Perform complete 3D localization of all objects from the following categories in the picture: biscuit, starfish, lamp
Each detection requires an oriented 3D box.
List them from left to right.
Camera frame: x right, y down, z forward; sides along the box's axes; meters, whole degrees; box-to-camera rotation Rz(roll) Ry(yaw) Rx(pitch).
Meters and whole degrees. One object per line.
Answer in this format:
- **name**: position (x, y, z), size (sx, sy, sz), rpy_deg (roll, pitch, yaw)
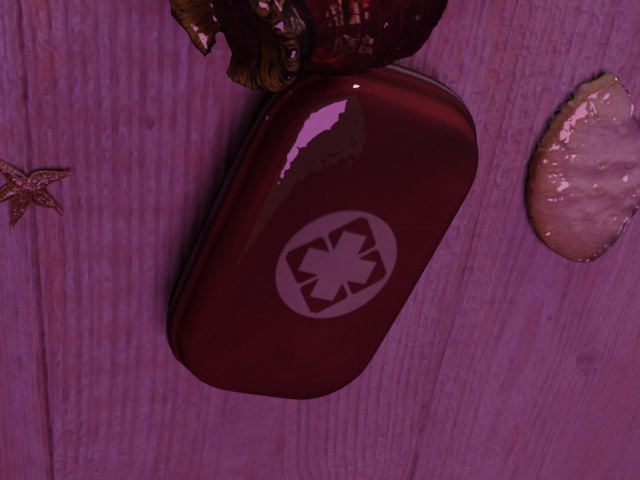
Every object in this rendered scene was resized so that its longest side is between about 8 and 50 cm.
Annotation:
- **starfish**: position (-0.280, -0.051, 0.840), size (0.086, 0.016, 0.092), rpy_deg (-38, 127, 4)
- **lamp**: position (-0.011, -0.228, 0.686), size (0.247, 0.247, 0.247), rpy_deg (-12, 127, -15)
- **biscuit**: position (0.336, -0.079, 1.068), size (0.188, 0.040, 0.265), rpy_deg (-17, 129, -8)

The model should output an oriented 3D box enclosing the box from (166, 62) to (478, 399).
- **box**: position (0.000, 0.000, 0.935), size (0.263, 0.108, 0.404), rpy_deg (12, 117, -30)
